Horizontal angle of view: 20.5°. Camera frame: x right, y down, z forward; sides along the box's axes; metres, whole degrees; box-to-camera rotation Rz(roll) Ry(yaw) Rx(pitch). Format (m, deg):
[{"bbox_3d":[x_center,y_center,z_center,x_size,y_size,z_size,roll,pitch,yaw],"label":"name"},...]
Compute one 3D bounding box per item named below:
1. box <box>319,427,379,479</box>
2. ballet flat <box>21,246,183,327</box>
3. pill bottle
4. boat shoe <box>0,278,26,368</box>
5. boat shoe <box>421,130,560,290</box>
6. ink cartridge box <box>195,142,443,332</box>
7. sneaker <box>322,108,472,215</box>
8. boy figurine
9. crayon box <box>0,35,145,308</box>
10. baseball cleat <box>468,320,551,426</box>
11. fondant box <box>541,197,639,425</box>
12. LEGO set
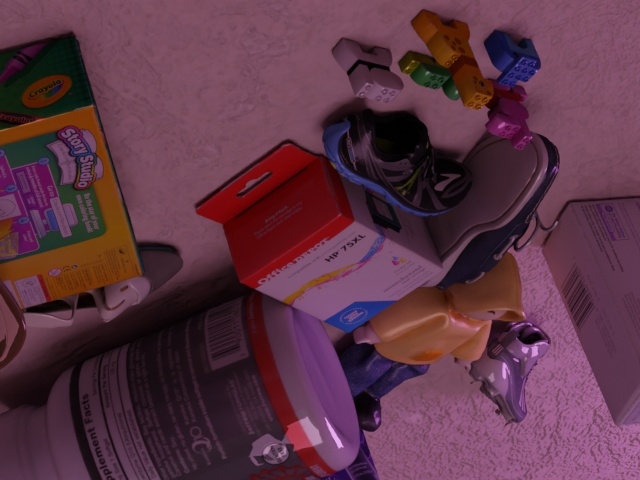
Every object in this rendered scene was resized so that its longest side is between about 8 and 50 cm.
[{"bbox_3d":[-0.027,0.272,2.045,0.153,0.207,0.108,6,140,-35],"label":"box"},{"bbox_3d":[-0.234,0.054,1.743,0.213,0.068,0.072,-5,145,-21],"label":"ballet flat"},{"bbox_3d":[-0.159,0.201,1.868,0.363,0.210,0.210,-23,148,11],"label":"pill bottle"},{"bbox_3d":[-0.361,0.000,1.472,0.104,0.089,0.285,-43,110,8],"label":"boat shoe"},{"bbox_3d":[0.178,-0.026,1.803,0.079,0.095,0.254,3,143,-28],"label":"boat shoe"},{"bbox_3d":[0.000,0.000,1.770,0.134,0.078,0.231,-35,144,24],"label":"ink cartridge box"},{"bbox_3d":[0.086,-0.077,1.706,0.078,0.067,0.188,-33,142,33],"label":"sneaker"},{"bbox_3d":[0.127,0.110,1.990,0.285,0.092,0.177,-36,141,31],"label":"boy figurine"},{"bbox_3d":[-0.262,-0.048,1.564,0.165,0.081,0.278,-15,148,-5],"label":"crayon box"},{"bbox_3d":[0.240,0.160,2.138,0.109,0.072,0.206,-41,159,-1],"label":"baseball cleat"},{"bbox_3d":[0.439,0.066,1.938,0.330,0.238,0.096,-5,145,-20],"label":"fondant box"},{"bbox_3d":[0.133,-0.141,1.609,0.227,0.093,0.087,10,138,-36],"label":"LEGO set"}]
